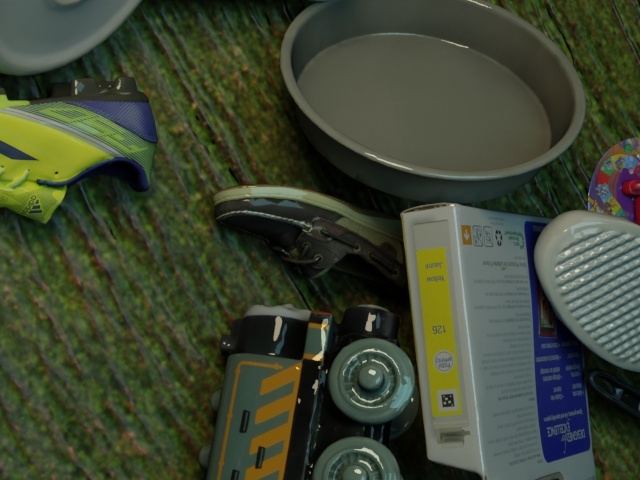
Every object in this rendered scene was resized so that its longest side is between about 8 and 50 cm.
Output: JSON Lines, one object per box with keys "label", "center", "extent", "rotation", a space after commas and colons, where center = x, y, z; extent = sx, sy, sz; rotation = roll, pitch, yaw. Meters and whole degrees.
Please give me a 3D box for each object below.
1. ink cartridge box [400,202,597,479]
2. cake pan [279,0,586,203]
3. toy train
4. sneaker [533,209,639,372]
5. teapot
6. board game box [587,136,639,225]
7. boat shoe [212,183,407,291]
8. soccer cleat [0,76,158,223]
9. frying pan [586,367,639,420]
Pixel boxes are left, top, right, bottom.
{"label": "ink cartridge box", "center": [0.180, 0.126, 1.365], "extent": [0.303, 0.072, 0.307], "rotation": [5, 81, -62]}
{"label": "cake pan", "center": [0.103, -0.140, 1.353], "extent": [0.293, 0.054, 0.293], "rotation": [6, 44, -6]}
{"label": "toy train", "center": [-0.020, 0.213, 1.266], "extent": [0.190, 0.142, 0.334], "rotation": [7, 75, 8]}
{"label": "sneaker", "center": [0.321, 0.057, 1.477], "extent": [0.366, 0.150, 0.135], "rotation": [32, 95, -37]}
{"label": "teapot", "center": [-0.261, -0.271, 1.184], "extent": [0.187, 0.253, 0.256], "rotation": [40, 38, 20]}
{"label": "board game box", "center": [0.373, -0.033, 1.587], "extent": [0.169, 0.033, 0.133], "rotation": [48, 65, -15]}
{"label": "boat shoe", "center": [0.000, 0.000, 1.352], "extent": [0.223, 0.080, 0.073], "rotation": [13, 73, -31]}
{"label": "soccer cleat", "center": [-0.271, -0.068, 1.206], "extent": [0.289, 0.093, 0.121], "rotation": [-10, 96, -29]}
{"label": "frying pan", "center": [0.424, 0.197, 1.557], "extent": [0.197, 0.053, 0.326], "rotation": [-49, 118, -29]}
